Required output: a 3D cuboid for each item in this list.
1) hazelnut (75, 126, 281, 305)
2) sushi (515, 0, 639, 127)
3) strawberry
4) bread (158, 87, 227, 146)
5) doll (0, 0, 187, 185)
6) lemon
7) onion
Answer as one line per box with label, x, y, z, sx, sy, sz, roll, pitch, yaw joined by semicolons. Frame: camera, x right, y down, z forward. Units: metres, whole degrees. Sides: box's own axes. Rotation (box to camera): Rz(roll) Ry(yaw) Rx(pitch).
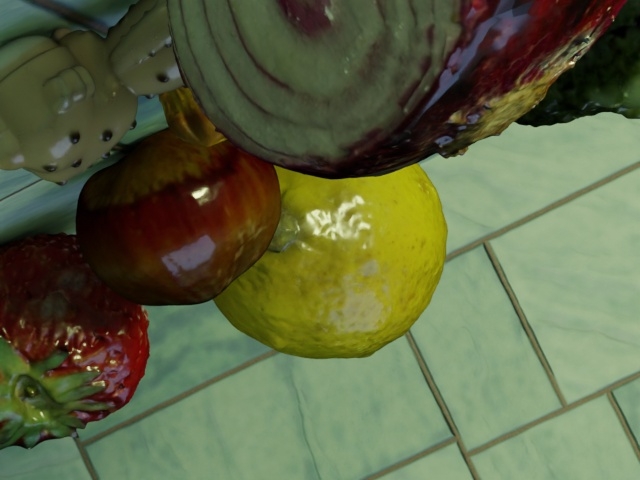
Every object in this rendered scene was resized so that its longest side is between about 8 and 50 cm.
hazelnut;-0.161;-0.029;2.170;0.251;0.217;0.217;-32;178;-22
sushi;0.210;-0.238;1.360;0.178;0.294;0.352;-14;170;-46
strawberry;-0.372;0.102;2.414;0.292;0.310;0.291;-10;146;-7
bread;-0.049;-0.178;1.811;0.246;0.102;0.094;-26;-178;20
doll;-0.166;-0.149;1.523;0.278;0.119;0.154;-35;177;-7
lemon;0.000;0.000;2.529;0.350;0.349;0.387;-26;168;8
onion;0.065;-0.203;1.195;0.260;0.282;0.336;-25;162;-42
